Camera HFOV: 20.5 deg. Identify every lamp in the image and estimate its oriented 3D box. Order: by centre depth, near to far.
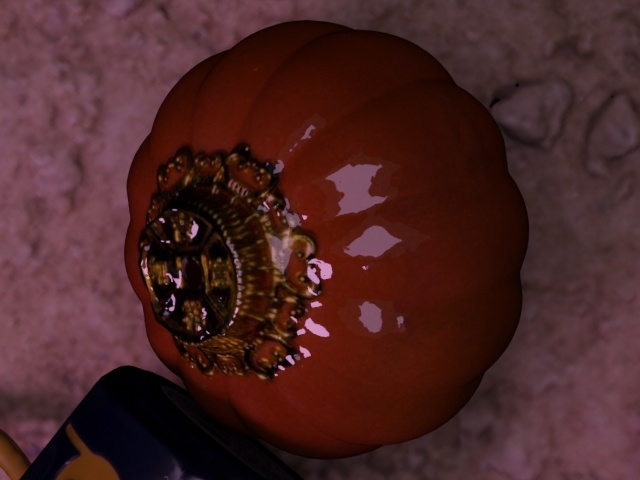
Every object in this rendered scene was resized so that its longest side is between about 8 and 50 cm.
[{"bbox_3d":[0.000,0.000,0.890,0.223,0.196,0.223,9,104,39],"label":"lamp"}]

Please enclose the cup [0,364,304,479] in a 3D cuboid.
[{"bbox_3d":[-0.149,0.182,0.907,0.255,0.178,0.256,37,89,3],"label":"cup"}]
